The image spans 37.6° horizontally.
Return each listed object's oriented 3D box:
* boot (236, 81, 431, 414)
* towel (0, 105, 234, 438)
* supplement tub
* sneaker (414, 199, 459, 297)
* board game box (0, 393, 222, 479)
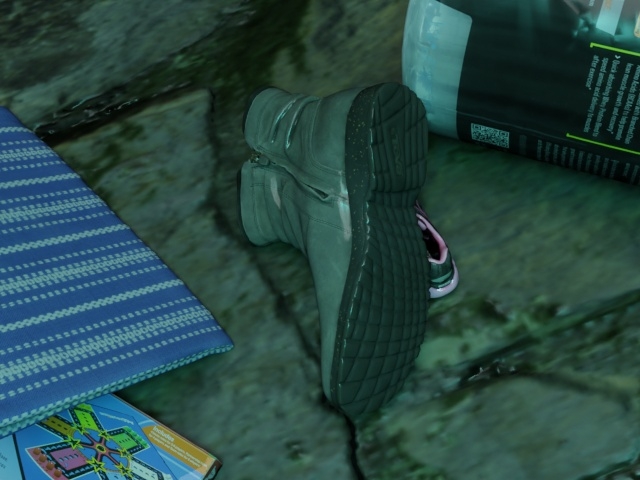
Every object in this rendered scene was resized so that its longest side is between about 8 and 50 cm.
[{"bbox_3d":[0.000,0.000,0.721,0.161,0.083,0.246,2,87,46],"label":"boot"},{"bbox_3d":[-0.256,0.005,0.714,0.336,0.040,0.243,42,34,24],"label":"towel"},{"bbox_3d":[0.246,-0.143,0.692,0.338,0.207,0.207,17,67,15],"label":"supplement tub"},{"bbox_3d":[0.068,-0.013,0.736,0.047,0.057,0.119,-32,62,-6],"label":"sneaker"},{"bbox_3d":[-0.228,0.158,0.708,0.281,0.027,0.145,27,72,20],"label":"board game box"}]
